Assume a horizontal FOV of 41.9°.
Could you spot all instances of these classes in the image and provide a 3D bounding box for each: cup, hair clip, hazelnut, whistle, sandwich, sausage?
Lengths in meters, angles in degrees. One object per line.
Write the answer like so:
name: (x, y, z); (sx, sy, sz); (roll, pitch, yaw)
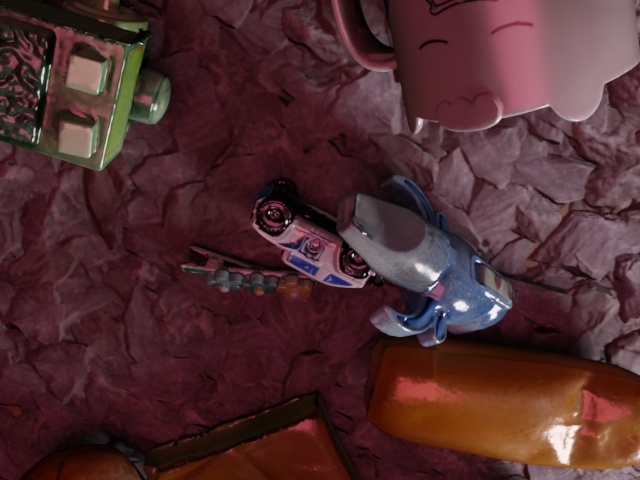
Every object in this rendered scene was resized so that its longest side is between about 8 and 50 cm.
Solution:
cup: (0.136, -0.245, 0.772); (0.290, 0.219, 0.257); (1, 113, 38)
hair clip: (-0.076, 0.044, 0.969); (0.173, 0.049, 0.049); (10, 110, -1)
hazelnut: (-0.293, 0.344, 1.020); (0.182, 0.182, 0.182); (1, 110, 3)
whistle: (0.112, 0.030, 0.886); (0.269, 0.180, 0.093); (33, 140, -33)
sandwich: (-0.072, 0.326, 1.054); (0.245, 0.063, 0.212); (-21, 108, 12)
sausage: (0.230, 0.187, 0.959); (0.354, 0.116, 0.134); (11, 96, -3)

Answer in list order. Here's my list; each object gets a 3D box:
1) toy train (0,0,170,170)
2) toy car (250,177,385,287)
toy train: (-0.287, -0.175, 0.823); (0.272, 0.188, 0.159); (17, 111, -4)
toy car: (0.000, 0.000, 0.924); (0.171, 0.080, 0.070); (28, 111, -7)
